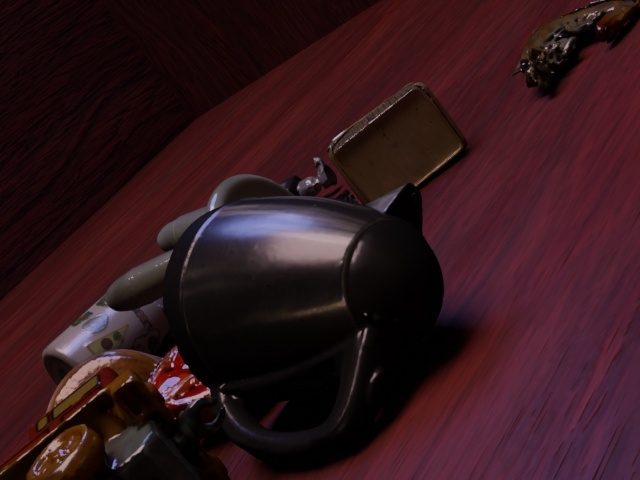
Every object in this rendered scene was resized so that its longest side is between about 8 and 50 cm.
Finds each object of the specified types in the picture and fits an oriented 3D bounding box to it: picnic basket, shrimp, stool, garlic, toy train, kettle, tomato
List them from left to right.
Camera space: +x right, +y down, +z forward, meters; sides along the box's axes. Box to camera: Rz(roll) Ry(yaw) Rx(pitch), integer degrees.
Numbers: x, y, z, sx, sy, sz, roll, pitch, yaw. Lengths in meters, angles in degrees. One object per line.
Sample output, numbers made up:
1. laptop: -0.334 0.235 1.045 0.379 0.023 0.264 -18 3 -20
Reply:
1. toy train: -0.241 0.257 1.223 0.369 0.163 0.231 -39 17 -3
2. garlic: -0.270 0.223 1.613 0.207 0.128 0.115 -54 -11 -17
3. tomato: -0.107 0.157 1.440 0.155 0.069 0.155 -18 26 9
4. stool: -0.112 0.051 1.586 0.198 0.195 0.195 -36 12 34
5. kettle: -0.007 0.059 1.245 0.271 0.207 0.250 -10 23 49
6. picnic basket: 0.102 -0.126 1.772 0.164 0.115 0.079 -36 11 6
7. shrimp: 0.349 -0.274 1.774 0.173 0.058 0.253 -22 17 27

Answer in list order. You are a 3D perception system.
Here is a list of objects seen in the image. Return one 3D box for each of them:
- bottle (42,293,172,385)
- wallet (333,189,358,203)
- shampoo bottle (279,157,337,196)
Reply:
1. bottle: -0.281 0.125 1.939 0.253 0.120 0.120 -45 14 -30
2. wallet: 0.000 0.000 1.778 0.124 0.042 0.230 -38 10 10
3. shampoo bottle: -0.061 -0.063 2.119 0.207 0.063 0.057 -30 26 31
